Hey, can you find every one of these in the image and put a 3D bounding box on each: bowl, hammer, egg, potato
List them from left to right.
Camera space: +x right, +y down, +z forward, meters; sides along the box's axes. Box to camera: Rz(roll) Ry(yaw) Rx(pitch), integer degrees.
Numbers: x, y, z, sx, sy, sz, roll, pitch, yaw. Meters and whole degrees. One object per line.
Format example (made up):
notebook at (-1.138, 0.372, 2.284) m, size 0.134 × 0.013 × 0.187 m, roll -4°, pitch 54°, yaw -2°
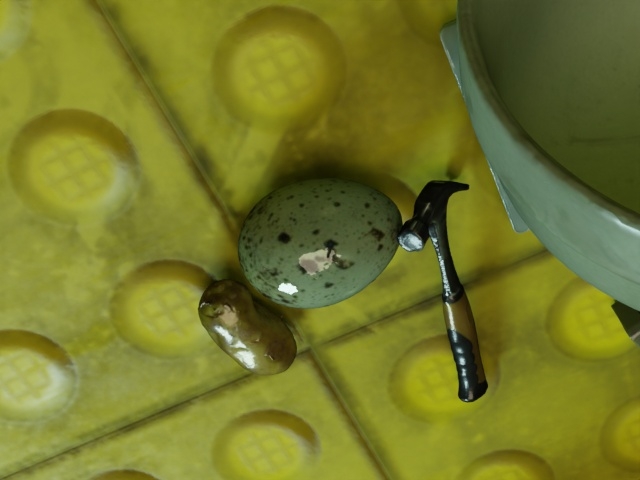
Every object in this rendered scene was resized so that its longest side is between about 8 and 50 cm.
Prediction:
potato at (-0.054, 0.062, 0.761) m, size 0.092 × 0.046 × 0.045 m, roll 46°, pitch 66°, yaw -34°
egg at (0.000, 0.000, 0.704) m, size 0.110 × 0.085 × 0.085 m, roll -22°, pitch 120°, yaw 4°
hammer at (0.095, 0.039, 0.754) m, size 0.021 × 0.078 × 0.201 m, roll 9°, pitch 137°, yaw 28°
bowl at (0.224, -0.078, 0.570) m, size 0.307 × 0.307 × 0.163 m, roll -7°, pitch 148°, yaw 0°

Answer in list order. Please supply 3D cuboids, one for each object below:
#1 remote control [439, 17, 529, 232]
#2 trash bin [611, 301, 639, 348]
remote control at (0.130, -0.079, 0.698) m, size 0.061 × 0.029 × 0.162 m, roll -20°, pitch 125°, yaw 10°
trash bin at (0.268, 0.048, 0.776) m, size 0.092 × 0.043 × 0.061 m, roll -39°, pitch 115°, yaw 14°
